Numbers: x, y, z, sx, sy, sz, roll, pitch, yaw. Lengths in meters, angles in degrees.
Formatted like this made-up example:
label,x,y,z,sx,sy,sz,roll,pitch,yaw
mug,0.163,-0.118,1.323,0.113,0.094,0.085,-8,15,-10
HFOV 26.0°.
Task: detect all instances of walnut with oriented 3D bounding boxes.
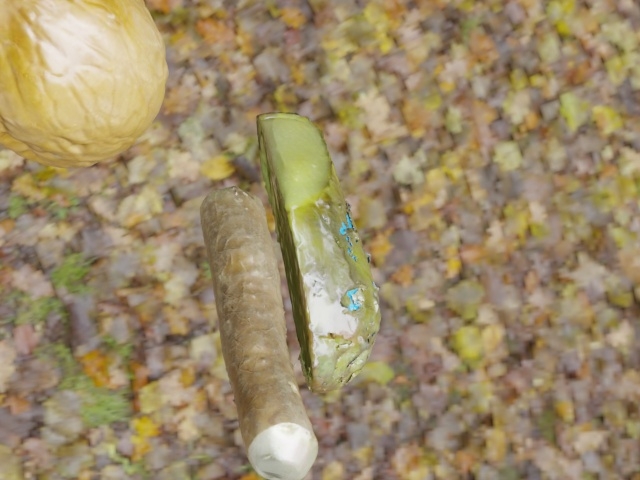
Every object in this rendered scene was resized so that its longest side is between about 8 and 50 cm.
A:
label,x,y,z,sx,sy,sz,roll,pitch,yaw
walnut,-0.168,-0.119,0.881,0.144,0.180,0.144,-3,67,7

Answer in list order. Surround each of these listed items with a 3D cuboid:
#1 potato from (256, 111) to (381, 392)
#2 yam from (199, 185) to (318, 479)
label,x,y,z,sx,sy,sz,roll,pitch,yaw
potato,0.000,0.000,0.860,0.054,0.119,0.198,-10,46,-5
yam,-0.054,0.071,1.152,0.066,0.066,0.299,18,37,-29
